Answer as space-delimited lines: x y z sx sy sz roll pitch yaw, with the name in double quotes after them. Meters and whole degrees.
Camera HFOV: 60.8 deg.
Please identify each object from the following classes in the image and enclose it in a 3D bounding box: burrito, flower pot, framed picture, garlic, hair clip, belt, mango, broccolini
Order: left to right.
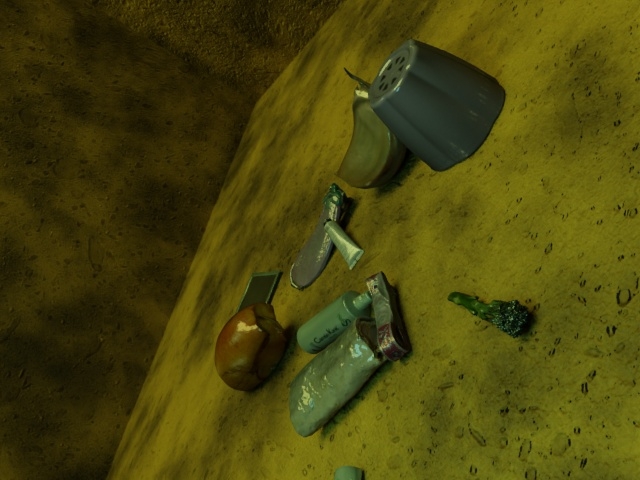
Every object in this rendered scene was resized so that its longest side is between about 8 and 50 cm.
-0.217 0.336 1.671 0.201 0.199 0.350 -44 -14 -52 "mango"
-0.244 0.223 2.056 0.293 0.018 0.231 -11 54 63 "framed picture"
0.001 0.001 1.704 0.358 0.110 0.096 -62 -12 7 "hair clip"
0.035 0.303 1.239 0.299 0.105 0.143 -50 29 24 "burrito"
0.144 -0.286 1.471 0.151 0.196 0.338 -85 0 -50 "garlic"
0.148 0.165 1.200 0.053 0.071 0.232 -43 31 26 "belt"
0.256 -0.339 1.311 0.265 0.243 0.265 -50 22 29 "flower pot"
0.293 0.113 0.969 0.058 0.067 0.216 -59 13 0 "broccolini"

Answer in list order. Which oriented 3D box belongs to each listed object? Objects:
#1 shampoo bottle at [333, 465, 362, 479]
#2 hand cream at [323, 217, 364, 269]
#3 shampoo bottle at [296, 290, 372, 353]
0.046 0.534 1.018 0.072 0.049 0.212 -39 30 37 "shampoo bottle"
0.063 0.001 1.572 0.067 0.042 0.194 -51 45 15 "hand cream"
0.044 0.196 1.363 0.262 0.085 0.085 -42 29 40 "shampoo bottle"
